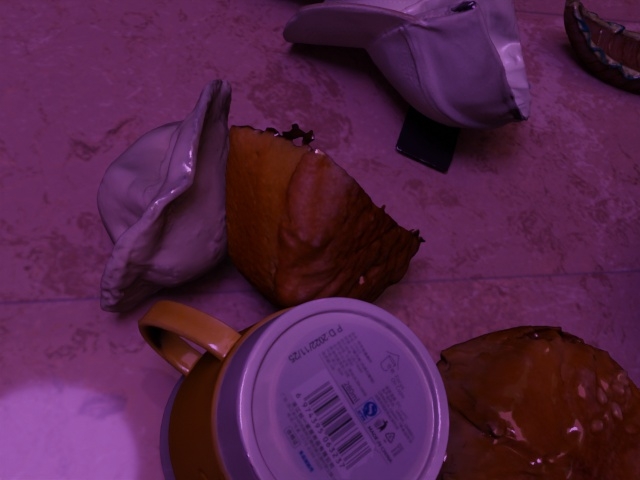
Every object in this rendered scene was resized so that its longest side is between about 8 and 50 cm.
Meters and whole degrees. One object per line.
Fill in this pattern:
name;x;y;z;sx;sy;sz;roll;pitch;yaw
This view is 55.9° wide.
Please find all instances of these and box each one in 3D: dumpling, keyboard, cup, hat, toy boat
dumpling;-0.127;-0.054;0.555;0.131;0.179;0.252;27;62;-1
keyboard;0.154;-0.177;0.791;0.074;0.015;0.196;21;61;-1
cup;-0.041;0.126;0.466;0.241;0.226;0.185;38;60;-5
hat;0.105;-0.225;0.730;0.301;0.168;0.258;9;31;19
toy boat;0.448;-0.279;0.880;0.293;0.099;0.108;16;62;-16

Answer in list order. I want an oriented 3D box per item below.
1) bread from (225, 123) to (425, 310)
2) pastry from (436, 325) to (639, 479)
bread;-0.006;0.006;0.554;0.129;0.260;0.134;24;82;30
pastry;0.176;0.230;0.516;0.255;0.162;0.311;32;59;-1
